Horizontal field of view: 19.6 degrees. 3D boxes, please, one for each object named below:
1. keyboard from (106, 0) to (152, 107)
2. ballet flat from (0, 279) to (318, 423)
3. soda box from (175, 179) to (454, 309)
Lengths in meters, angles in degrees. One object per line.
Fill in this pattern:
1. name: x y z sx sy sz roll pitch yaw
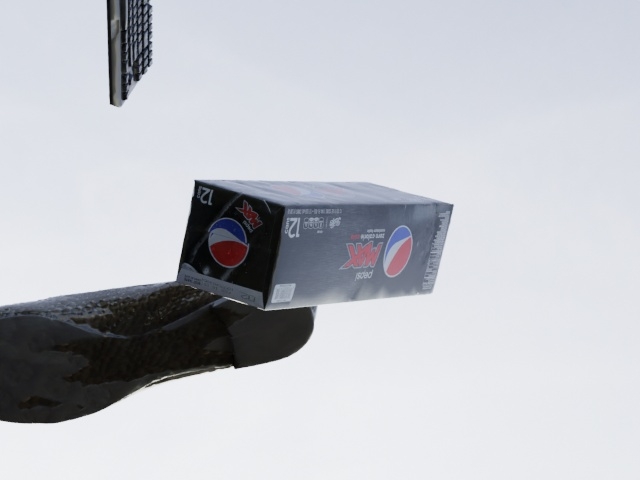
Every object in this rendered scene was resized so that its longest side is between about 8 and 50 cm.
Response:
1. keyboard: -0.158 -0.211 1.585 0.023 0.108 0.180 12 -45 7
2. ballet flat: -0.124 0.059 1.181 0.250 0.058 0.084 -13 -64 3
3. soda box: 0.000 0.000 0.951 0.060 0.169 0.053 16 -81 31
